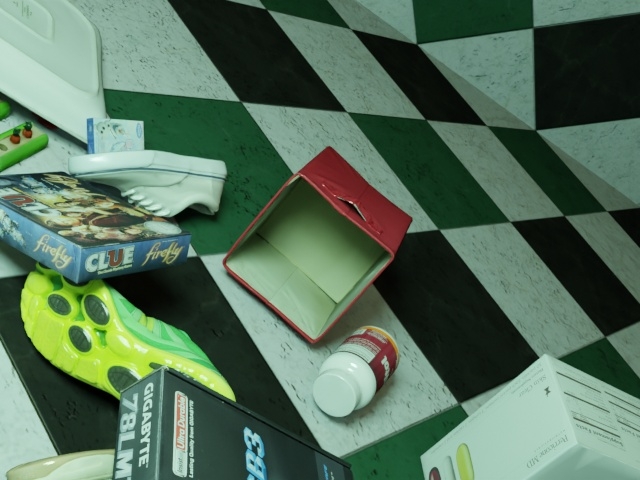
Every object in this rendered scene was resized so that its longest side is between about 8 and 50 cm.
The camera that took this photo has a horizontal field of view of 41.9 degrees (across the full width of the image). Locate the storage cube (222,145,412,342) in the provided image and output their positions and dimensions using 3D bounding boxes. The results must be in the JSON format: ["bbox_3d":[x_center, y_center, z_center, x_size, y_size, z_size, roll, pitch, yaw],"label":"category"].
[{"bbox_3d":[0.000,0.000,1.254,0.183,0.215,0.193,41,23,-1],"label":"storage cube"}]

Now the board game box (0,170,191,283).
[{"bbox_3d":[-0.297,-0.023,0.987,0.243,0.042,0.165,23,19,30],"label":"board game box"}]

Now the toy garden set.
[{"bbox_3d":[-0.466,-0.221,1.150,0.244,0.049,0.204,40,30,-3],"label":"toy garden set"}]

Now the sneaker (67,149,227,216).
[{"bbox_3d":[-0.234,-0.077,1.184,0.258,0.094,0.091,1,89,-45],"label":"sneaker"}]

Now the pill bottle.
[{"bbox_3d":[0.050,0.187,1.186,0.086,0.086,0.152,45,31,6],"label":"pill bottle"}]

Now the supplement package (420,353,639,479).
[{"bbox_3d":[0.303,0.314,1.137,0.204,0.262,0.145,26,33,-25],"label":"supplement package"}]

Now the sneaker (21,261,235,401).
[{"bbox_3d":[-0.221,0.128,0.957,0.295,0.109,0.123,38,-5,8],"label":"sneaker"}]

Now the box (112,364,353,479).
[{"bbox_3d":[-0.065,0.302,0.770,0.293,0.073,0.296,39,30,-37],"label":"box"}]

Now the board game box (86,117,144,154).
[{"bbox_3d":[-0.295,-0.130,1.208,0.090,0.020,0.090,-5,95,-51],"label":"board game box"}]

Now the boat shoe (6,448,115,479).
[{"bbox_3d":[-0.180,0.254,0.830,0.285,0.102,0.092,17,62,-56],"label":"boat shoe"}]

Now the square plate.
[{"bbox_3d":[-0.448,-0.322,1.224,0.344,0.049,0.347,35,24,-38],"label":"square plate"}]
